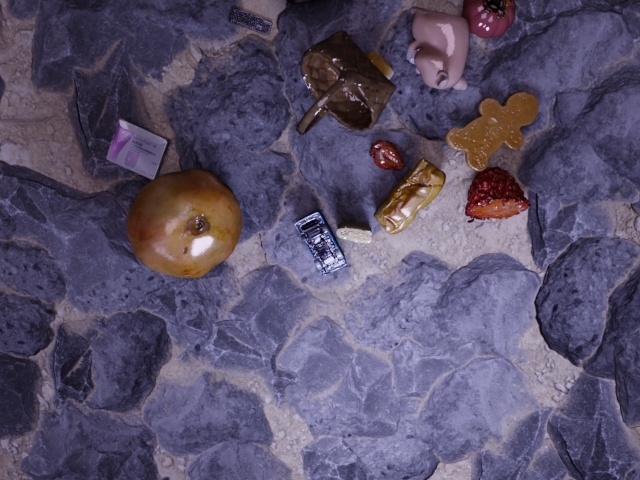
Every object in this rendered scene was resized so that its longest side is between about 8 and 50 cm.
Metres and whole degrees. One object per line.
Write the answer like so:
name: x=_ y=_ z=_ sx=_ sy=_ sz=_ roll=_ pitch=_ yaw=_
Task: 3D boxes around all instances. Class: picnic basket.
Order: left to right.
picnic basket: x=0.037 y=-0.478 z=1.640 sx=0.337 sy=0.293 sz=0.337 roll=2 pitch=82 yaw=-16

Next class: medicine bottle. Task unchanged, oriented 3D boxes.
medicine bottle: x=-0.697 y=-0.348 z=1.867 sx=0.201 sy=0.052 sz=0.171 roll=25 pitch=103 yaw=-4

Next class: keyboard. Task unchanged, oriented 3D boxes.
keyboard: x=-0.252 y=-0.788 z=1.755 sx=0.155 sy=0.010 sz=0.053 roll=20 pitch=102 yaw=-1

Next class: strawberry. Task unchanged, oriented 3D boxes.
strawberry: x=0.248 y=-0.314 z=1.812 sx=0.152 sy=0.048 sz=0.104 roll=32 pitch=107 yaw=0
strawberry: x=0.632 y=-0.172 z=1.776 sx=0.234 sy=0.234 sz=0.178 roll=-1 pitch=74 yaw=4

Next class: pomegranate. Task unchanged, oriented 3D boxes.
pomegranate: x=-0.492 y=-0.056 z=1.766 sx=0.411 sy=0.411 sz=0.411 roll=1 pitch=103 yaw=4

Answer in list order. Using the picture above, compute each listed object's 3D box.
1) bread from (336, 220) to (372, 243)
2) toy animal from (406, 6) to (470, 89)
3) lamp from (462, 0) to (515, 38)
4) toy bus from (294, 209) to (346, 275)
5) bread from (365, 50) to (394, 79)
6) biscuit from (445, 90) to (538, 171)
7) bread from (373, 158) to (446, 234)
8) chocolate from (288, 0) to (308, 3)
bread: x=0.128 y=-0.034 z=1.817 sx=0.139 sy=0.178 sz=0.060 roll=11 pitch=99 yaw=1
toy animal: x=0.393 y=-0.648 z=1.652 sx=0.213 sy=0.195 sz=0.256 roll=17 pitch=113 yaw=34
lamp: x=0.563 y=-0.770 z=1.645 sx=0.182 sy=0.140 sz=0.182 roll=0 pitch=89 yaw=-8
toy bus: x=0.000 y=0.000 z=1.856 sx=0.116 sy=0.133 sz=0.234 roll=-26 pitch=105 yaw=9
bread: x=0.186 y=-0.602 z=1.730 sx=0.125 sy=0.082 sz=0.106 roll=45 pitch=108 yaw=-4
biscuit: x=0.629 y=-0.403 z=1.750 sx=0.340 sy=0.047 sz=0.216 roll=-42 pitch=91 yaw=1
bread: x=0.323 y=-0.158 z=1.780 sx=0.132 sy=0.167 sz=0.294 roll=38 pitch=102 yaw=-5
chocolate: x=-0.057 y=-0.955 z=1.555 sx=0.331 sy=0.383 sz=0.383 roll=-16 pitch=102 yaw=21
